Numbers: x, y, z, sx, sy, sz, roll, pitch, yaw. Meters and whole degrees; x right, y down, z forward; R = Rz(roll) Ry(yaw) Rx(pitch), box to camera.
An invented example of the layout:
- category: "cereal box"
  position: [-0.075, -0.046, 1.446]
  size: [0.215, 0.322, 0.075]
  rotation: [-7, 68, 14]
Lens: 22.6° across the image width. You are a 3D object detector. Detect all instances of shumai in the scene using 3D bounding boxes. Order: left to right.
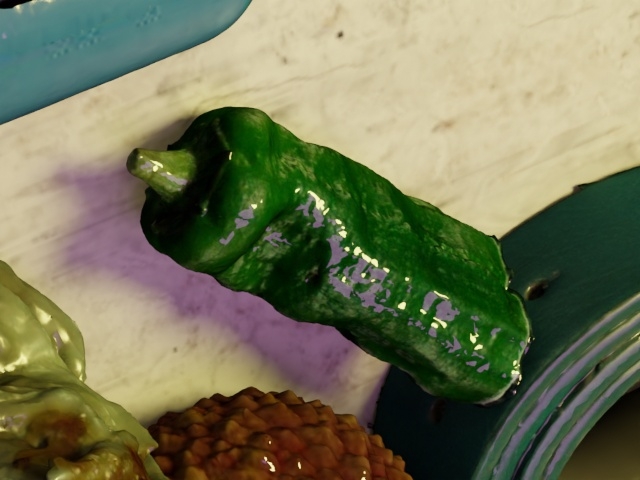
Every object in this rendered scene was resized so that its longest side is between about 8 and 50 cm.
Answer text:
- category: "shumai"
  position: [-0.222, 0.144, 0.844]
  size: [0.260, 0.222, 0.225]
  rotation: [-37, 129, -1]

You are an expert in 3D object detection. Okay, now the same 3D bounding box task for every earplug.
- category: "earplug"
  position: [-0.153, -0.122, 0.800]
  size: [0.273, 0.132, 0.132]
  rotation: [-21, 123, -22]

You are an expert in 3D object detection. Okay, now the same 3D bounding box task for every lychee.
- category: "lychee"
  position: [-0.018, 0.227, 0.972]
  size: [0.271, 0.271, 0.271]
  rotation: [-13, 120, -23]

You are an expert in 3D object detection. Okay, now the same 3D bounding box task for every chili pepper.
- category: "chili pepper"
  position: [0.000, 0.000, 0.950]
  size: [0.270, 0.136, 0.099]
  rotation: [22, 145, -29]

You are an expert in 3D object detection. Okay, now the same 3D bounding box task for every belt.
- category: "belt"
  position: [0.258, 0.106, 1.112]
  size: [0.436, 0.173, 0.300]
  rotation: [-23, 121, -17]

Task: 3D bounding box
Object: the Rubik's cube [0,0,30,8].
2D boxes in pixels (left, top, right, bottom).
- category: "Rubik's cube"
  position: [-0.176, -0.260, 0.560]
  size: [0.293, 0.288, 0.283]
  rotation: [19, 78, -33]
